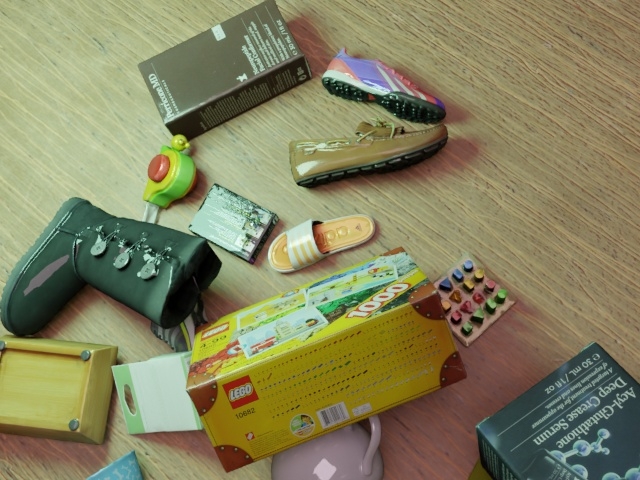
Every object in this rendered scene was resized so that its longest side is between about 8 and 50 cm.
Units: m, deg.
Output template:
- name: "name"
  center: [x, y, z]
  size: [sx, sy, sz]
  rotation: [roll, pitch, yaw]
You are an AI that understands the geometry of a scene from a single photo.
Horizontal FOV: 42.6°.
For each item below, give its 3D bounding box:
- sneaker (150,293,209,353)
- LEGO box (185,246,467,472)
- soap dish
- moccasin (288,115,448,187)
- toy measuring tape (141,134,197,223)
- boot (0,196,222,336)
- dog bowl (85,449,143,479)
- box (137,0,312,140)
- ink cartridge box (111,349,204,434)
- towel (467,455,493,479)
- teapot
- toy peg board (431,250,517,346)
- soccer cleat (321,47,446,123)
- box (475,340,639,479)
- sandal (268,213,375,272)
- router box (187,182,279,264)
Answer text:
- name: "sneaker"
  center: [-0.322, 0.217, 1.904]
  size: [0.121, 0.111, 0.300]
  rotation: [-24, 73, 21]
- name: "LEGO box"
  center: [0.002, 0.225, 1.684]
  size: [0.500, 0.372, 0.193]
  rotation: [-22, 104, -1]
- name: "soap dish"
  center: [-0.629, 0.339, 1.889]
  size: [0.291, 0.118, 0.228]
  rotation: [4, 75, 10]
- name: "moccasin"
  center: [0.112, -0.229, 1.952]
  size: [0.380, 0.139, 0.147]
  rotation: [-11, 82, 14]
- name: "toy measuring tape"
  center: [-0.373, -0.101, 1.978]
  size: [0.121, 0.121, 0.330]
  rotation: [13, 80, 11]
- name: "boot"
  center: [-0.482, 0.112, 1.856]
  size: [0.445, 0.146, 0.367]
  rotation: [19, 78, 28]
- name: "dog bowl"
  center: [-0.519, 0.569, 1.794]
  size: [0.297, 0.166, 0.074]
  rotation: [-33, 84, -2]
- name: "box"
  center: [-0.237, -0.421, 2.040]
  size: [0.381, 0.143, 0.191]
  rotation: [-28, 73, 1]
- name: "ink cartridge box"
  center: [-0.355, 0.344, 1.845]
  size: [0.235, 0.056, 0.171]
  rotation: [-13, 92, 36]
- name: "towel"
  center: [0.318, 0.562, 1.724]
  size: [0.021, 0.102, 0.237]
  rotation: [36, 78, -29]
- name: "teapot"
  center: [0.007, 0.435, 1.714]
  size: [0.256, 0.252, 0.187]
  rotation: [-13, 75, 2]
- name: "toy peg board"
  center: [0.332, 0.125, 1.846]
  size: [0.161, 0.079, 0.160]
  rotation: [-42, 74, -6]
- name: "soccer cleat"
  center: [0.165, -0.380, 1.996]
  size: [0.318, 0.108, 0.116]
  rotation: [20, 74, 15]
- name: "box"
  center: [0.525, 0.444, 1.509]
  size: [0.293, 0.212, 0.395]
  rotation: [-33, 55, -10]
- name: "sandal"
  center: [-0.003, -0.010, 1.926]
  size: [0.265, 0.076, 0.102]
  rotation: [-20, 73, 1]
- name: "router box"
  center: [-0.210, -0.042, 1.978]
  size: [0.179, 0.046, 0.133]
  rotation: [27, 80, 14]
